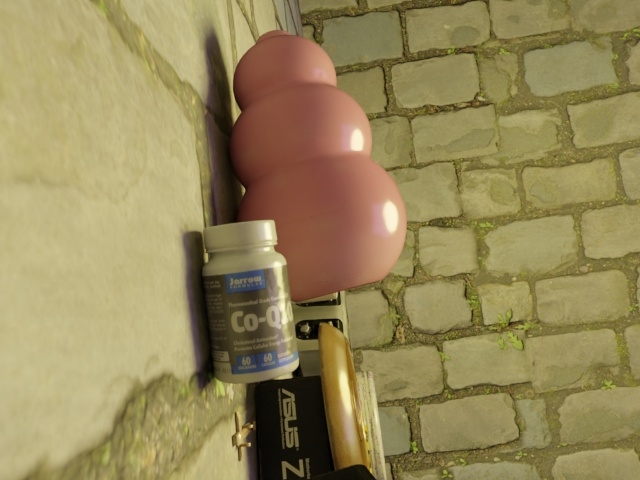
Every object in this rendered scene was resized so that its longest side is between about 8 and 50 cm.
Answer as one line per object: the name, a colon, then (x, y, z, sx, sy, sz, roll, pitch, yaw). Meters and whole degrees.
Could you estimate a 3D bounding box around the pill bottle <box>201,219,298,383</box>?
pill bottle: (-0.066, 0.053, 0.512, 0.078, 0.078, 0.137, -17, 100, -86)

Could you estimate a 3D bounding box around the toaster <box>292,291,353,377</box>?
toaster: (0.003, 0.192, 1.076, 0.168, 0.110, 0.185, -92, 174, -48)

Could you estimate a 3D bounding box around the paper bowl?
paper bowl: (0.082, 0.485, 1.454, 0.284, 0.148, 0.284, -6, 90, -86)

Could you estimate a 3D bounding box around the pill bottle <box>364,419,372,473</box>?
pill bottle: (0.041, 0.426, 1.156, 0.119, 0.119, 0.208, 72, 11, -72)

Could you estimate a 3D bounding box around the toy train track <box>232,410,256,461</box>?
toy train track: (-0.075, 0.200, 0.589, 0.083, 0.014, 0.048, 63, 21, -81)

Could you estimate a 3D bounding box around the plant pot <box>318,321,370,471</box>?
plant pot: (0.034, 0.220, 0.723, 0.236, 0.033, 0.236, -10, 90, -87)

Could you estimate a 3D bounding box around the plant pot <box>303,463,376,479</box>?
plant pot: (0.009, 0.312, 0.488, 0.167, 0.188, 0.187, -110, -173, -47)

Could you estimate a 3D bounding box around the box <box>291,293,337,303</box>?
box: (-0.025, 0.030, 0.959, 0.275, 0.113, 0.094, -62, 146, -81)

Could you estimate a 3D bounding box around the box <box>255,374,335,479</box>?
box: (0.001, 0.384, 0.783, 0.395, 0.097, 0.318, 73, 11, -63)

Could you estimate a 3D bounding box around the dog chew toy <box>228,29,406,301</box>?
dog chew toy: (-0.018, -0.097, 0.697, 0.206, 0.207, 0.331, 52, 24, -83)
